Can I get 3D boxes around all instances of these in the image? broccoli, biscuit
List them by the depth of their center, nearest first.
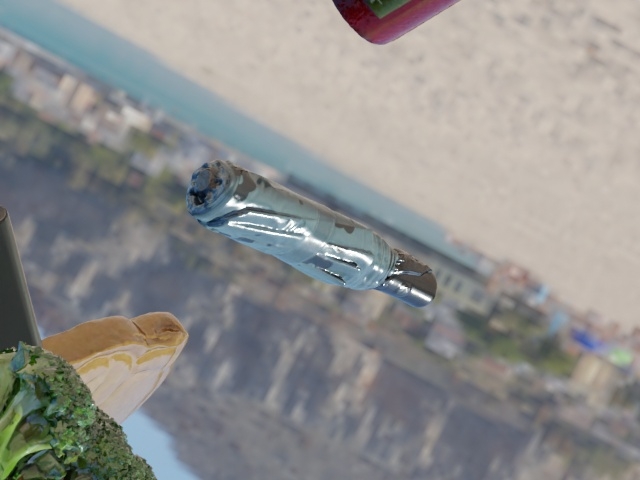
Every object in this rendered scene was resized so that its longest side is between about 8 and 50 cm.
[{"bbox_3d":[-0.241,0.217,1.370,0.269,0.254,0.269,39,-143,-36],"label":"broccoli"},{"bbox_3d":[-0.295,0.192,2.089,0.057,0.312,0.351,51,-162,16],"label":"biscuit"}]

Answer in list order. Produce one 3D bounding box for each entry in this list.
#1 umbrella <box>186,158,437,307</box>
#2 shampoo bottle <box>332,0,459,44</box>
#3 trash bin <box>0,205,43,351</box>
[{"bbox_3d":[0.000,0.002,1.455,0.250,0.053,0.052,27,174,-43],"label":"umbrella"},{"bbox_3d":[0.120,-0.263,1.564,0.076,0.118,0.314,-22,178,-41],"label":"shampoo bottle"},{"bbox_3d":[-0.317,0.086,1.607,0.165,0.225,0.115,-26,-141,-30],"label":"trash bin"}]
